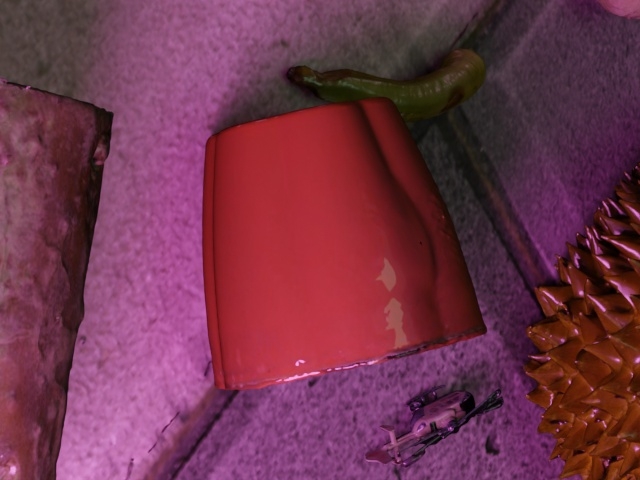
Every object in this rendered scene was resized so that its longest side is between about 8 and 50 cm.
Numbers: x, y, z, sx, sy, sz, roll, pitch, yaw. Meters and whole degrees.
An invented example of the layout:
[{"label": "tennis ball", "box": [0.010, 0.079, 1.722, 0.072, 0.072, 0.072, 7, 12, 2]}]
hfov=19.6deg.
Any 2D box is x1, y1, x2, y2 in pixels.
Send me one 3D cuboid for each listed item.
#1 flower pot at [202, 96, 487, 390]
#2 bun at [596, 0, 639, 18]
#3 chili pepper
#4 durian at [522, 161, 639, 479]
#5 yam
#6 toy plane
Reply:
[{"label": "flower pot", "box": [0.000, 0.000, 1.238, 0.191, 0.191, 0.173, -14, 89, -46]}, {"label": "bun", "box": [0.258, -0.238, 1.562, 0.115, 0.069, 0.115, 30, 50, -44]}, {"label": "chili pepper", "box": [0.059, -0.112, 1.378, 0.208, 0.043, 0.049, -13, 115, -45]}, {"label": "durian", "box": [0.297, 0.054, 1.526, 0.198, 0.163, 0.394, 26, 67, -23]}, {"label": "yam", "box": [-0.215, 0.045, 1.011, 0.168, 0.168, 0.304, 15, 80, -47]}, {"label": "toy plane", "box": [0.083, 0.142, 1.417, 0.121, 0.049, 0.031, -25, 111, -25]}]
